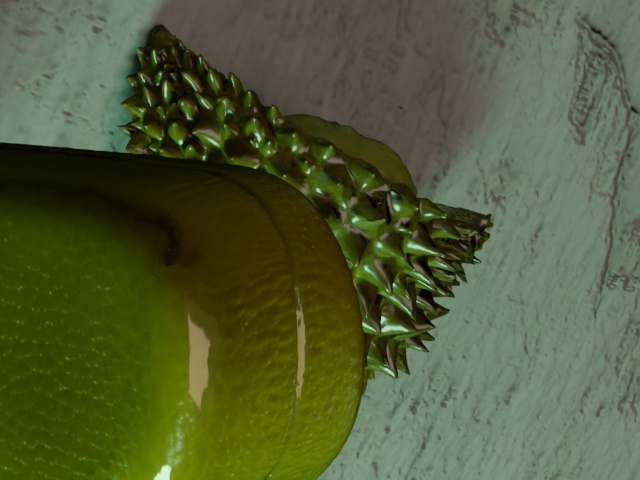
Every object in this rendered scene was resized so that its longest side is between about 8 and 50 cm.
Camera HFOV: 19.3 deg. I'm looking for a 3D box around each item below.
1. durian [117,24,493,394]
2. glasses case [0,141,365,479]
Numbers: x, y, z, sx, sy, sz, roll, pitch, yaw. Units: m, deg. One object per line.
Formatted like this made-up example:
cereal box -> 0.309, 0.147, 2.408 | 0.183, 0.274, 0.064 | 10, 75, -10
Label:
durian -> 0.000, 0.000, 1.151 | 0.306, 0.166, 0.172 | 17, 122, -43
glasses case -> -0.139, 0.044, 0.825 | 0.141, 0.371, 0.173 | -6, 100, -47
